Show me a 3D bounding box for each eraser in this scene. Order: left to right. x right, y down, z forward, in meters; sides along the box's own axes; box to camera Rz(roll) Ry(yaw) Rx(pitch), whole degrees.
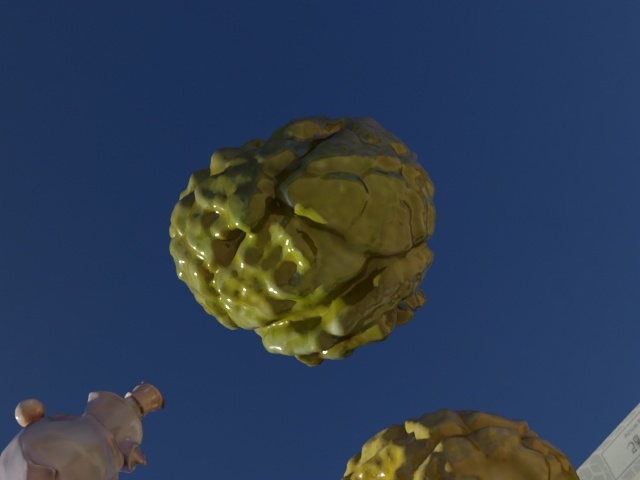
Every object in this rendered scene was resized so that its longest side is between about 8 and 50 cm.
[{"bbox_3d":[0.539,0.265,1.272,0.098,0.096,0.403,16,-59,-26],"label":"eraser"}]

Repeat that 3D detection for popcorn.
[{"bbox_3d":[0.000,0.000,0.755,0.259,0.259,0.212,-7,-101,-35],"label":"popcorn"},{"bbox_3d":[0.161,0.391,1.059,0.381,0.349,0.348,-50,-44,-58],"label":"popcorn"}]

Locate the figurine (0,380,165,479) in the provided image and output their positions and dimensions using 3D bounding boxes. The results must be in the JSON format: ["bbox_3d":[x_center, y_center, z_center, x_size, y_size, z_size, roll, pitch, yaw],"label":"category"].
[{"bbox_3d":[-0.301,0.271,1.093,0.200,0.133,0.276,56,-156,2],"label":"figurine"}]
